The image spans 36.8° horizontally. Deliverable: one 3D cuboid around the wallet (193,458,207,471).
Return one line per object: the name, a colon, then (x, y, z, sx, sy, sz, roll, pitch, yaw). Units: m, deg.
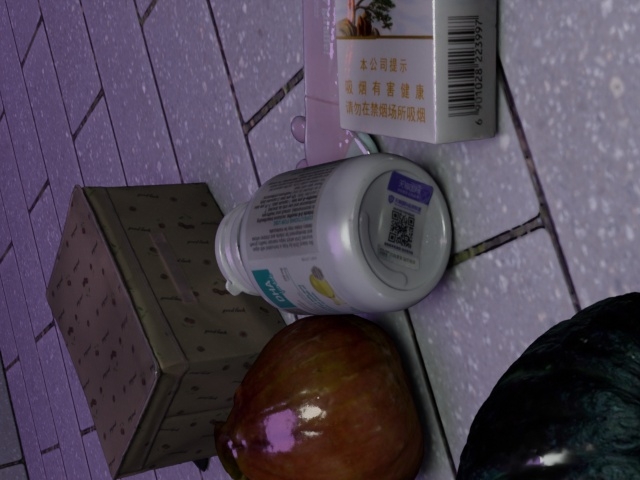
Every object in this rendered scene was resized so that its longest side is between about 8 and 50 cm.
wallet: (-0.246, 0.166, 1.477, 0.323, 0.041, 0.247, 40, 134, 41)

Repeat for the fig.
fig: (-0.003, 0.171, 0.904, 0.205, 0.205, 0.205, 27, 122, 54)

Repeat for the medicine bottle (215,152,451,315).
medicine bottle: (0.000, 0.000, 0.868, 0.215, 0.135, 0.135, -8, 93, 50)

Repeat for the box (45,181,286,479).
box: (-0.197, 0.104, 1.200, 0.297, 0.190, 0.225, 59, 138, 34)

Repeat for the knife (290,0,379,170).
knife: (0.014, -0.219, 0.889, 0.132, 0.038, 0.399, 19, 120, 44)

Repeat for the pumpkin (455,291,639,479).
pumpkin: (0.196, 0.129, 0.474, 0.248, 0.248, 0.248, 27, 122, 54)

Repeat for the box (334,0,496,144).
box: (0.073, -0.201, 0.774, 0.149, 0.067, 0.233, 18, 114, 57)
